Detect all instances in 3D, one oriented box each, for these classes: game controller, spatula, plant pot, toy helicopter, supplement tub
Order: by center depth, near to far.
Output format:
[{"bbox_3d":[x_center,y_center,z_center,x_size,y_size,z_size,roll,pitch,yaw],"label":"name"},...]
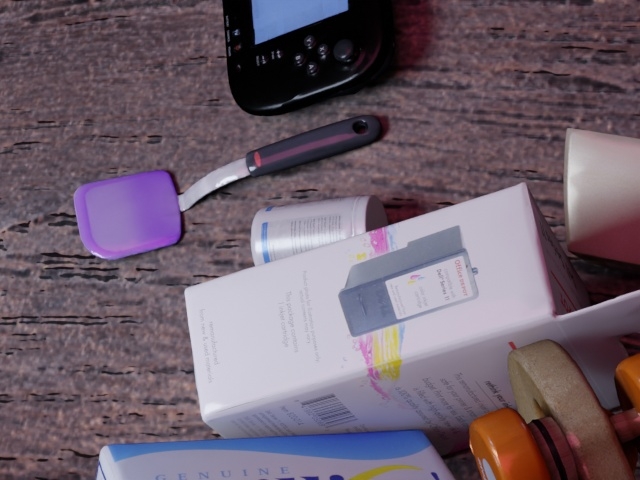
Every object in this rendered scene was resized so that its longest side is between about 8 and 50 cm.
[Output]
[{"bbox_3d":[0.206,0.238,1.253,0.140,0.235,0.355,-21,97,-7],"label":"toy helicopter"},{"bbox_3d":[0.252,-0.025,1.410,0.109,0.109,0.096,11,84,26],"label":"plant pot"},{"bbox_3d":[0.000,0.000,1.518,0.107,0.071,0.071,-6,67,20],"label":"supplement tub"},{"bbox_3d":[-0.083,-0.056,1.598,0.296,0.030,0.084,-19,64,14],"label":"spatula"},{"bbox_3d":[-0.019,-0.267,1.639,0.166,0.067,0.319,-13,64,17],"label":"game controller"}]

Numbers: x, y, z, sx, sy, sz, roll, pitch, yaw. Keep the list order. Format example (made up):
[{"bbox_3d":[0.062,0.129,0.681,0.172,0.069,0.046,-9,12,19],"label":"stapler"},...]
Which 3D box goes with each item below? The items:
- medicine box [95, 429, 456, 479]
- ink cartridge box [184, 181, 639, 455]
[{"bbox_3d":[-0.007,0.276,1.235,0.289,0.263,0.149,-124,39,-53],"label":"medicine box"},{"bbox_3d":[0.098,0.074,1.368,0.353,0.207,0.119,-17,60,14],"label":"ink cartridge box"}]
